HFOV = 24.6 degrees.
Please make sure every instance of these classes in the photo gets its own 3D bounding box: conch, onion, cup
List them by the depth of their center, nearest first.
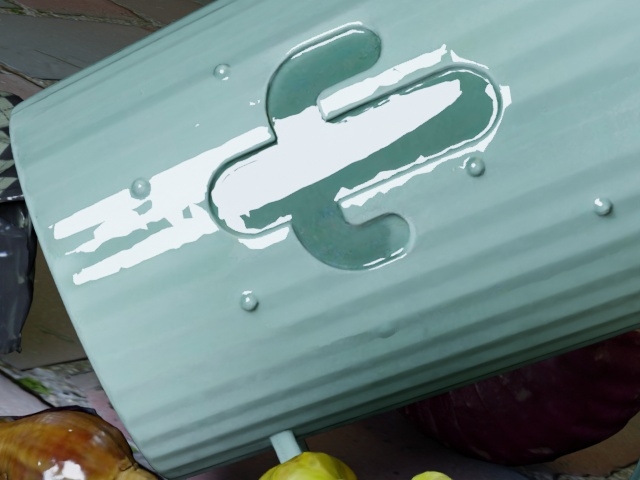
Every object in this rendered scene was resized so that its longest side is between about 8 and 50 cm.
[{"bbox_3d":[0.051,-0.008,0.905,0.310,0.392,0.401,68,-1,-56],"label":"cup"},{"bbox_3d":[-0.165,0.137,0.907,0.086,0.080,0.232,14,14,-46],"label":"conch"},{"bbox_3d":[0.153,0.073,1.214,0.272,0.256,0.231,-13,74,-24],"label":"onion"}]

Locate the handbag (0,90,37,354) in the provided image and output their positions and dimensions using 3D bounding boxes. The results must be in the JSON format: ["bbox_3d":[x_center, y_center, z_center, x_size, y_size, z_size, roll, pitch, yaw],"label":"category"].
[{"bbox_3d":[-0.406,-0.034,1.030,0.416,0.180,0.317,8,16,-15],"label":"handbag"}]

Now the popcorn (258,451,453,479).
[{"bbox_3d":[-0.011,0.203,0.663,0.251,0.206,0.237,6,28,20],"label":"popcorn"}]
